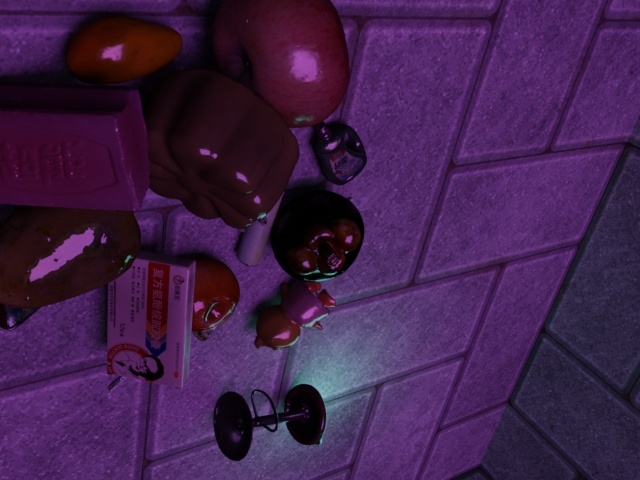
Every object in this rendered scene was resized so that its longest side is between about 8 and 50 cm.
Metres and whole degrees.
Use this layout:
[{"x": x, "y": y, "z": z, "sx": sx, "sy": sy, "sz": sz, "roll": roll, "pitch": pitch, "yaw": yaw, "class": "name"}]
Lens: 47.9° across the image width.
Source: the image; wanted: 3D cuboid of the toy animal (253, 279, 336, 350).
[{"x": -0.092, "y": 0.241, "z": 2.256, "sx": 0.281, "sy": 0.169, "sz": 0.195, "roll": -39, "pitch": 96, "yaw": 1, "class": "toy animal"}]

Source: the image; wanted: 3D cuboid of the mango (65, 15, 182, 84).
[{"x": -0.406, "y": -0.402, "z": 1.507, "sx": 0.253, "sy": 0.113, "sz": 0.138, "roll": -20, "pitch": 135, "yaw": -28, "class": "mango"}]

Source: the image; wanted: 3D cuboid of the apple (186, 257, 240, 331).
[{"x": -0.330, "y": 0.152, "z": 1.979, "sx": 0.235, "sy": 0.173, "sz": 0.210, "roll": -22, "pitch": 134, "yaw": -26, "class": "apple"}]

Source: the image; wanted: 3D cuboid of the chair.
[{"x": -0.144, "y": 0.613, "z": 2.478, "sx": 0.401, "sy": 0.226, "sz": 0.226, "roll": 4, "pitch": 120, "yaw": -43, "class": "chair"}]

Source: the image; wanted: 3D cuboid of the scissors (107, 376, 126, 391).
[{"x": -0.573, "y": 0.396, "z": 2.103, "sx": 0.119, "sy": 0.014, "sz": 0.058, "roll": -41, "pitch": 135, "yaw": -9, "class": "scissors"}]

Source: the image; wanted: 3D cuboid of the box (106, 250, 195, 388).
[{"x": -0.442, "y": 0.202, "z": 1.868, "sx": 0.214, "sy": 0.069, "sz": 0.353, "roll": 10, "pitch": 113, "yaw": 7, "class": "box"}]

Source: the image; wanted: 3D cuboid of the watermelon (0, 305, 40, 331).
[{"x": -0.697, "y": 0.152, "z": 1.703, "sx": 0.136, "sy": 0.207, "sz": 0.202, "roll": 11, "pitch": 136, "yaw": -15, "class": "watermelon"}]

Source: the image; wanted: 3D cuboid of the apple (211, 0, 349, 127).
[{"x": -0.095, "y": -0.414, "z": 1.603, "sx": 0.269, "sy": 0.345, "sz": 0.344, "roll": -16, "pitch": 132, "yaw": -20, "class": "apple"}]

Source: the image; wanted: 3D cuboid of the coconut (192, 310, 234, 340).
[{"x": -0.337, "y": 0.230, "z": 2.126, "sx": 0.158, "sy": 0.055, "sz": 0.133, "roll": -4, "pitch": 126, "yaw": -35, "class": "coconut"}]

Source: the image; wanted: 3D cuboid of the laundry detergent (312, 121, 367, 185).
[{"x": 0.046, "y": -0.264, "z": 2.020, "sx": 0.144, "sy": 0.078, "sz": 0.221, "roll": -40, "pitch": 137, "yaw": -8, "class": "laundry detergent"}]

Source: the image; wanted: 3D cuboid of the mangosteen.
[{"x": 0.000, "y": 0.000, "z": 2.026, "sx": 0.275, "sy": 0.302, "sz": 0.275, "roll": -4, "pitch": 109, "yaw": -12, "class": "mangosteen"}]

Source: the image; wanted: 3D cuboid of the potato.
[{"x": -0.573, "y": 0.002, "z": 1.593, "sx": 0.359, "sy": 0.219, "sz": 0.269, "roll": -31, "pitch": 130, "yaw": -34, "class": "potato"}]

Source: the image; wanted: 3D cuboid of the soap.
[{"x": -0.529, "y": -0.186, "z": 1.433, "sx": 0.360, "sy": 0.128, "sz": 0.233, "roll": 3, "pitch": 131, "yaw": 7, "class": "soap"}]

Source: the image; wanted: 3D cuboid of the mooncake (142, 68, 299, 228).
[{"x": -0.248, "y": -0.187, "z": 1.608, "sx": 0.200, "sy": 0.378, "sz": 0.378, "roll": -66, "pitch": 147, "yaw": -27, "class": "mooncake"}]

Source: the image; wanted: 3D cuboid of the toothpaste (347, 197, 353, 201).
[{"x": 0.068, "y": -0.101, "z": 2.213, "sx": 0.083, "sy": 0.019, "sz": 0.027, "roll": -43, "pitch": 163, "yaw": -1, "class": "toothpaste"}]

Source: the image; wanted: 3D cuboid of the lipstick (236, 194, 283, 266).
[{"x": -0.164, "y": -0.067, "z": 2.010, "sx": 0.076, "sy": 0.076, "sz": 0.304, "roll": -2, "pitch": 124, "yaw": -38, "class": "lipstick"}]

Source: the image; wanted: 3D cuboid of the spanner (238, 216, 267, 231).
[{"x": -0.237, "y": -0.151, "z": 1.874, "sx": 0.096, "sy": 0.040, "sz": 0.325, "roll": -19, "pitch": 127, "yaw": 10, "class": "spanner"}]
